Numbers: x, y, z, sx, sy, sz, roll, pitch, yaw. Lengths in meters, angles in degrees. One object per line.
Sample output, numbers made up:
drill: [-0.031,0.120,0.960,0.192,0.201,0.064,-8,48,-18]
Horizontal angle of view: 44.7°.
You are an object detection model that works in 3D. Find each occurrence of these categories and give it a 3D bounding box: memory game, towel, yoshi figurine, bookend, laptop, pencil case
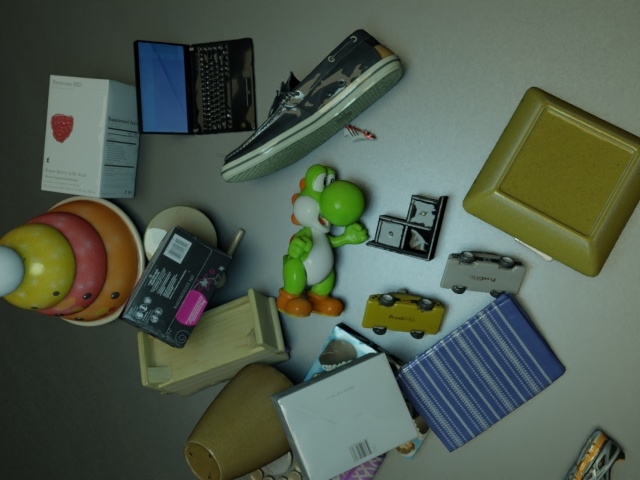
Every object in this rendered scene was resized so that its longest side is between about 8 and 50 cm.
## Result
memory game: [-0.118,0.555,2.001,0.186,0.012,0.186,1,94,16]
towel: [0.364,0.303,1.791,0.336,0.040,0.243,-37,97,8]
yoshi figurine: [0.013,0.003,1.848,0.202,0.203,0.363,7,93,0]
bookend: [0.206,-0.046,1.838,0.156,0.072,0.157,15,97,15]
laptop: [-0.309,-0.385,1.936,0.264,0.136,0.235,-2,93,17]
pencil case: [0.079,0.575,1.905,0.086,0.088,0.206,33,103,14]

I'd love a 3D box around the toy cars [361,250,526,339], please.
toy cars: [0.279,0.114,1.815,0.393,0.087,0.176,-29,120,14]

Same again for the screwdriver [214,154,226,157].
screwdriver: [-0.192,-0.211,1.971,0.169,0.024,0.025,12,126,15]

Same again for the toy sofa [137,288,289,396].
toy sofa: [-0.268,0.265,1.975,0.362,0.177,0.150,-22,62,17]

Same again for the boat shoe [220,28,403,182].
boat shoe: [-0.041,-0.311,1.842,0.500,0.187,0.156,-37,81,9]

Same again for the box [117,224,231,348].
box: [-0.350,0.113,1.857,0.163,0.142,0.247,31,74,-14]

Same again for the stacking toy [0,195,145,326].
stacking toy: [-0.683,0.067,1.894,0.350,0.480,0.351,1,94,17]

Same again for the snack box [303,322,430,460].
snack box: [0.132,0.364,1.890,0.321,0.060,0.187,31,101,12]

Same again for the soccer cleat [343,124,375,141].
soccer cleat: [0.093,-0.253,1.883,0.083,0.029,0.036,23,108,17]

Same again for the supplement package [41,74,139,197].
supplement package: [-0.585,-0.264,2.004,0.177,0.175,0.293,8,95,17]

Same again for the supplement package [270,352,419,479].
supplement package: [0.050,0.396,1.753,0.261,0.145,0.204,-22,87,-13]

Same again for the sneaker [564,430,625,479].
sneaker: [0.605,0.539,1.752,0.083,0.084,0.215,29,100,8]

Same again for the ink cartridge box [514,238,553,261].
ink cartridge box: [0.514,-0.033,1.755,0.099,0.056,0.135,34,101,13]

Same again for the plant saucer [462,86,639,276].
plant saucer: [0.529,-0.142,1.687,0.332,0.081,0.333,30,84,13]

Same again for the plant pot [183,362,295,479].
plant pot: [-0.191,0.455,1.837,0.237,0.254,0.237,17,122,31]

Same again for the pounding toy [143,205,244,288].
pounding toy: [-0.338,0.010,2.001,0.236,0.110,0.183,21,88,-15]
